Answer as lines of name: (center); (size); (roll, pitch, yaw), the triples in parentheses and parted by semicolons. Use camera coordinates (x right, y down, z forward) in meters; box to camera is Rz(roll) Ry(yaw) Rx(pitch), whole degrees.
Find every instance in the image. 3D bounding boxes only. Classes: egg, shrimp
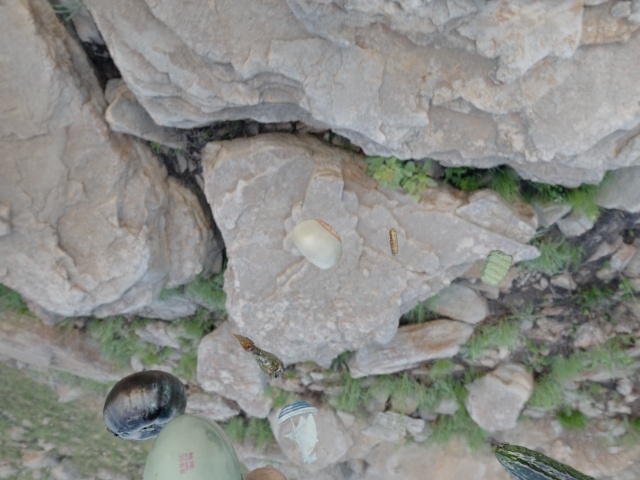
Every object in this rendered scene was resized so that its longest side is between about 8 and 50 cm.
egg: (-0.313, 0.573, 1.106); (0.229, 0.371, 0.230); (-8, 112, -21)
shrimp: (-0.182, 0.330, 1.325); (0.173, 0.058, 0.253); (45, 164, -12)

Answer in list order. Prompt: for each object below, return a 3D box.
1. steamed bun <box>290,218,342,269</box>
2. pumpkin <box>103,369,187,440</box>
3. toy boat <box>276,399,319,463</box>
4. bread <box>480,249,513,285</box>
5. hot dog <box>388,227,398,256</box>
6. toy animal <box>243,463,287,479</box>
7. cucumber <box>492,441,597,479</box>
steamed bun: (0.000, 0.000, 1.818); (0.231, 0.232, 0.145); (38, 101, -25)
pumpkin: (-0.507, 0.479, 1.314); (0.232, 0.163, 0.233); (-14, 144, -11)
toy boat: (-0.039, 0.474, 1.145); (0.149, 0.105, 0.034); (46, 162, 18)
bread: (0.725, 0.098, 1.846); (0.103, 0.110, 0.156); (33, 122, 22)
hot dog: (0.307, 0.007, 1.916); (0.036, 0.049, 0.122); (-5, 91, 0)
toy animal: (-0.132, 0.739, 1.210); (0.166, 0.250, 0.154); (-16, 172, -12)
cucumber: (0.455, 0.457, 0.851); (0.265, 0.077, 0.077); (27, 133, 0)
